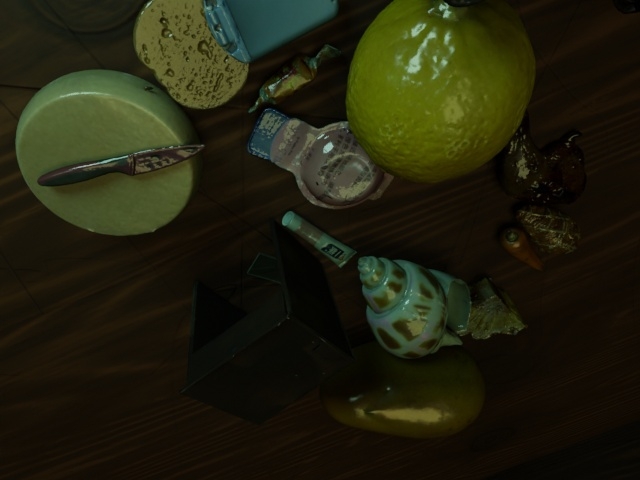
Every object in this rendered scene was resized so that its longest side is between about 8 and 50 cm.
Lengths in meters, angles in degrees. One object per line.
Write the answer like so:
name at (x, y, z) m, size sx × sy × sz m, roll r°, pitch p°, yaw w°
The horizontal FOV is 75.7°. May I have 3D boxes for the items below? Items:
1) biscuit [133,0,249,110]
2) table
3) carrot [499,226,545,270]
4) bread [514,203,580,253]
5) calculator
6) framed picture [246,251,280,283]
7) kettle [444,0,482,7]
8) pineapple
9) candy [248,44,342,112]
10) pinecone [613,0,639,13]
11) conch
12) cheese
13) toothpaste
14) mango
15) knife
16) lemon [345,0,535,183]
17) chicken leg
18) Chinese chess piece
biscuit at (-0.182, -0.288, 0.617) m, size 0.170 × 0.050 × 0.171 m, roll -11°, pitch 125°, yaw -16°
table at (-0.112, 0.154, 0.818) m, size 0.250 × 0.282 × 0.196 m, roll -38°, pitch 127°, yaw 16°
carrot at (0.523, 0.029, 1.058) m, size 0.061 × 0.061 × 0.256 m, roll -43°, pitch 135°, yaw 19°
bread at (0.561, -0.023, 0.990) m, size 0.232 × 0.076 × 0.105 m, roll 23°, pitch 83°, yaw -26°
calculator at (-0.062, -0.342, 0.583) m, size 0.210 × 0.039 × 0.121 m, roll -33°, pitch 130°, yaw -10°
framed picture at (-0.114, 0.064, 0.934) m, size 0.089 × 0.007 × 0.066 m, roll 20°, pitch 120°, yaw -27°
kettle at (0.173, -0.411, 0.448) m, size 0.262 × 0.308 × 0.203 m, roll -32°, pitch 130°, yaw 11°
pineapple at (0.441, 0.188, 1.116) m, size 0.236 × 0.115 × 0.186 m, roll -2°, pitch 128°, yaw -10°
candy at (-0.047, -0.266, 0.669) m, size 0.181 × 0.053 × 0.046 m, roll -32°, pitch 121°, yaw 8°
pinecone at (0.515, -0.431, 0.564) m, size 0.243 × 0.309 × 0.244 m, roll 14°, pitch 130°, yaw 17°
conch at (0.220, 0.149, 0.967) m, size 0.249 × 0.197 × 0.368 m, roll -49°, pitch 141°, yaw -10°
cheese at (0.010, -0.148, 0.761) m, size 0.285 × 0.074 × 0.189 m, roll 18°, pitch 120°, yaw -22°
toothpaste at (0.000, 0.000, 0.900) m, size 0.056 × 0.036 × 0.205 m, roll -41°, pitch 130°, yaw 18°
mango at (0.212, 0.384, 1.088) m, size 0.444 × 0.300 × 0.233 m, roll -3°, pitch 107°, yaw -13°
knife at (-0.291, -0.110, 0.612) m, size 0.247 × 0.018 × 0.036 m, roll -12°, pitch 127°, yaw -5°
lemon at (0.171, -0.223, 0.617) m, size 0.292 × 0.293 × 0.293 m, roll -7°, pitch 129°, yaw -9°
chicken leg at (0.471, -0.163, 0.879) m, size 0.322 × 0.083 × 0.178 m, roll 12°, pitch 114°, yaw -25°
Chinese chess piece at (-0.326, -0.132, 0.663) m, size 0.272 × 0.102 × 0.274 m, roll -7°, pitch 129°, yaw -8°
